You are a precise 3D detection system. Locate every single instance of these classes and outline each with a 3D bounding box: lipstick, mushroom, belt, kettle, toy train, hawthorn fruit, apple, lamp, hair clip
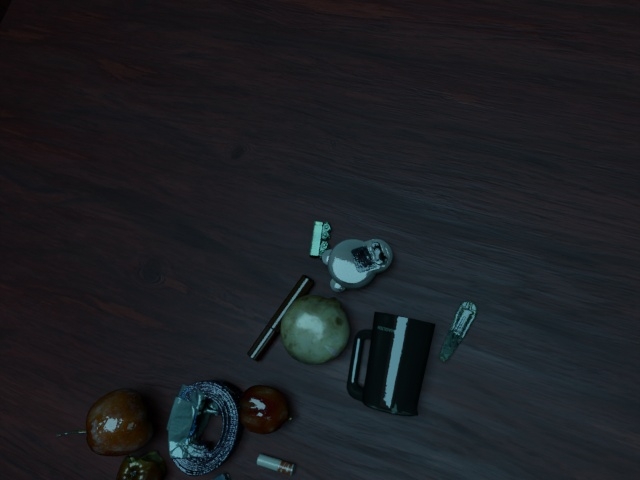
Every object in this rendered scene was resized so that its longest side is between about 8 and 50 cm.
[{"bbox_3d":[-0.152,0.770,1.783,0.131,0.038,0.038,11,79,16],"label":"lipstick"},{"bbox_3d":[-0.015,0.304,1.793,0.255,0.184,0.254,-3,73,10],"label":"mushroom"},{"bbox_3d":[-0.406,0.655,1.833,0.261,0.122,0.324,14,83,9],"label":"belt"},{"bbox_3d":[0.220,0.396,1.710,0.262,0.203,0.307,10,82,13],"label":"kettle"},{"bbox_3d":[0.000,0.000,1.943,0.071,0.038,0.147,4,78,17],"label":"toy train"},{"bbox_3d":[-0.144,0.281,1.896,0.057,0.057,0.356,33,86,19],"label":"lipstick"},{"bbox_3d":[-0.185,0.577,1.778,0.188,0.169,0.168,8,78,0],"label":"hawthorn fruit"},{"bbox_3d":[-0.637,0.823,1.822,0.156,0.158,0.146,21,84,13],"label":"apple"},{"bbox_3d":[0.138,0.078,1.854,0.246,0.108,0.179,-19,77,6],"label":"lamp"},{"bbox_3d":[-0.710,0.654,1.825,0.235,0.263,0.231,-27,106,44],"label":"hawthorn fruit"},{"bbox_3d":[0.462,0.308,1.756,0.066,0.036,0.229,28,78,14],"label":"hair clip"}]

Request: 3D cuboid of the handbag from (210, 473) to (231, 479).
[{"bbox_3d":[-0.395,0.921,1.797,0.221,0.057,0.144,-30,67,5],"label":"handbag"}]
